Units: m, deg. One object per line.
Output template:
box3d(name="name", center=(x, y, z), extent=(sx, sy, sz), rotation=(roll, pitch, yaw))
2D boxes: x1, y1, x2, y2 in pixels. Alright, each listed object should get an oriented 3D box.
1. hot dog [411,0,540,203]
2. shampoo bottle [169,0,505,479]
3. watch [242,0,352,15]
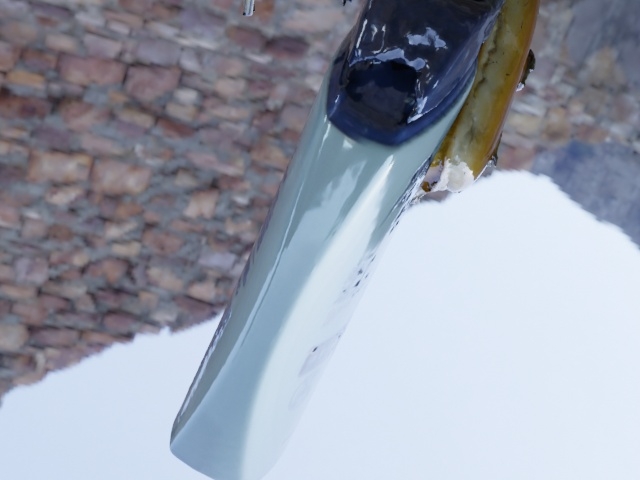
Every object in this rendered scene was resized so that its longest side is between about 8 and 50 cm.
box3d(name="hot dog", center=(0.096, -0.152, 0.801), extent=(0.109, 0.269, 0.072), rotation=(17, 177, 38))
box3d(name="shampoo bottle", center=(0.000, 0.000, 0.728), extent=(0.078, 0.359, 0.134), rotation=(29, -148, 5))
box3d(name="watch", center=(-0.018, -0.355, 1.445), extent=(0.164, 0.102, 0.268), rotation=(12, -128, -17))
